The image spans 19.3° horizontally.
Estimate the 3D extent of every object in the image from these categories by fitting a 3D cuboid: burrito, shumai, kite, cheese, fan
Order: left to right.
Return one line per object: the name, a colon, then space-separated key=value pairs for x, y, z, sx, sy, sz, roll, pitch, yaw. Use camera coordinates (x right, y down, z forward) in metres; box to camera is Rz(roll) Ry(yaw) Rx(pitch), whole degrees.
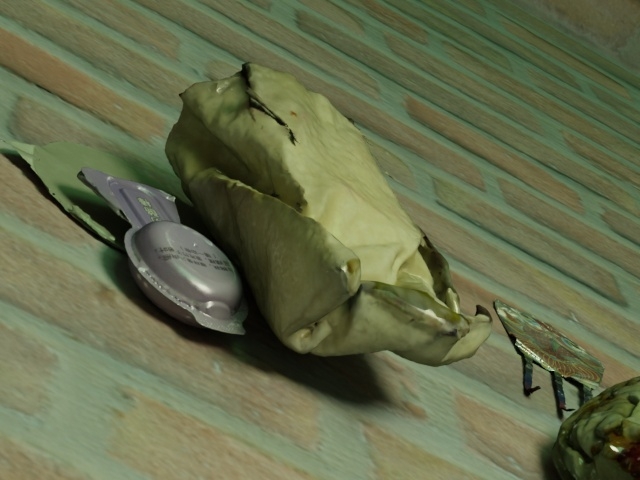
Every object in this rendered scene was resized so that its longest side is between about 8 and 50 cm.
fan: x=-0.214 y=-0.056 z=1.499 sx=0.310 sy=0.010 sz=0.182 roll=28 pitch=19 yaw=-21
cheese: x=-0.113 y=0.009 z=1.434 sx=0.105 sy=0.042 sz=0.191 roll=17 pitch=28 yaw=-41
burrito: x=-0.003 y=0.000 z=1.492 sx=0.190 sy=0.135 sz=0.332 roll=35 pitch=16 yaw=-37
kite: x=0.214 y=0.116 z=1.745 sx=0.127 sy=0.016 sz=0.229 roll=28 pitch=15 yaw=-2
shumai: x=0.282 y=0.157 z=1.499 sx=0.184 sy=0.142 sz=0.184 roll=17 pitch=42 yaw=-16
